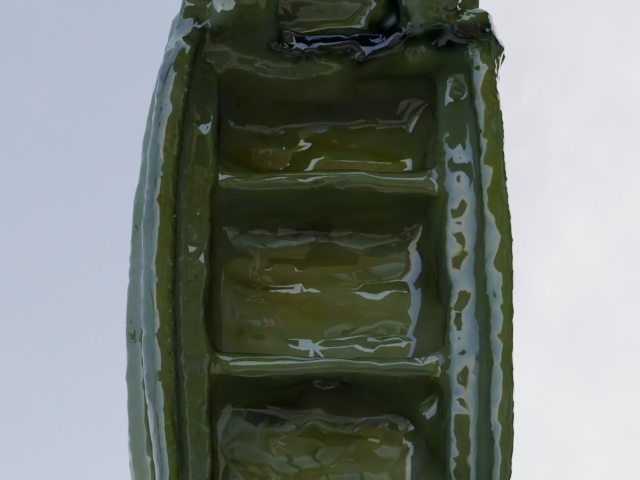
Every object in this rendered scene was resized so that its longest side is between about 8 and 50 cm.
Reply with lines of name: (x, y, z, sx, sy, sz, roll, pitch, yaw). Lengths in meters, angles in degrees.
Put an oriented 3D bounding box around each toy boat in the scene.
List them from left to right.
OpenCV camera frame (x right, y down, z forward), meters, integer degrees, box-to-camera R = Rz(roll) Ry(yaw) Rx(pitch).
toy boat: (-0.001, 0.002, 0.567, 0.111, 0.276, 0.084, 3, -33, -6)
